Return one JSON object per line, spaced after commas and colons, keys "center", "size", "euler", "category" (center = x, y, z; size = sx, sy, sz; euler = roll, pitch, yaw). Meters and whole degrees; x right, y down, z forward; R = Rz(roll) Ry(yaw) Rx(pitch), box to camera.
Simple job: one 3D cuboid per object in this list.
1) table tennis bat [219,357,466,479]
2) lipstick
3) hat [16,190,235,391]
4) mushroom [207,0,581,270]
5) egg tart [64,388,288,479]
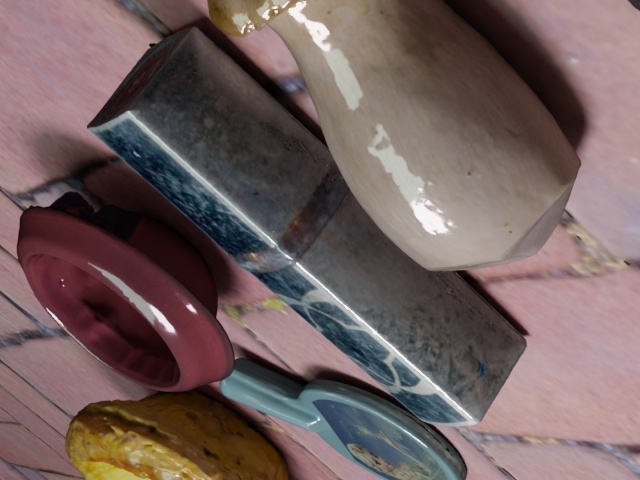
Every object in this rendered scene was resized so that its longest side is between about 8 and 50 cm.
{"center": [0.015, 0.151, 1.211], "size": [0.237, 0.038, 0.149], "euler": [20, 155, 29], "category": "table tennis bat"}
{"center": [0.000, 0.000, 0.852], "size": [0.289, 0.076, 0.077], "euler": [41, 157, -20], "category": "lipstick"}
{"center": [-0.142, 0.034, 1.126], "size": [0.205, 0.089, 0.205], "euler": [29, 153, 16], "category": "hat"}
{"center": [0.040, -0.064, 0.639], "size": [0.097, 0.088, 0.212], "euler": [-2, 132, 44], "category": "mushroom"}
{"center": [-0.128, 0.238, 1.496], "size": [0.294, 0.123, 0.294], "euler": [27, 158, 12], "category": "egg tart"}
